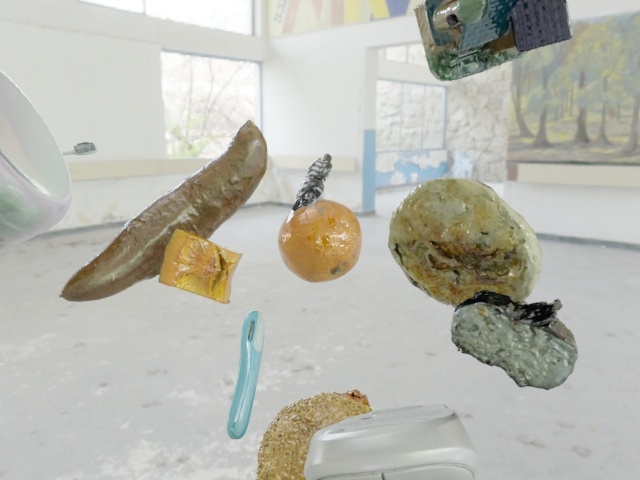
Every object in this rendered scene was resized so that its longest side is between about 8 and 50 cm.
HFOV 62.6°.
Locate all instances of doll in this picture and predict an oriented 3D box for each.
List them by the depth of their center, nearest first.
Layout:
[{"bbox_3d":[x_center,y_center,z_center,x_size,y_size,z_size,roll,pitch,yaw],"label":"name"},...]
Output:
[{"bbox_3d":[-0.017,-0.157,1.446,0.091,0.067,0.219,-24,31,41],"label":"doll"}]

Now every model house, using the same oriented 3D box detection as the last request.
[{"bbox_3d":[0.420,-0.525,1.221,0.312,0.245,0.280,-20,17,-13],"label":"model house"}]

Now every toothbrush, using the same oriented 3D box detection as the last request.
[{"bbox_3d":[-0.539,-0.150,0.947,0.257,0.018,0.024,-11,-21,-16],"label":"toothbrush"}]

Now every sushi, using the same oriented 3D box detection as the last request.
[{"bbox_3d":[0.341,0.155,0.918,0.213,0.147,0.115,22,27,26],"label":"sushi"}]

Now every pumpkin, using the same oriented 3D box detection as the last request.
[{"bbox_3d":[-0.138,0.036,0.629,0.101,0.073,0.035,20,9,-31],"label":"pumpkin"}]

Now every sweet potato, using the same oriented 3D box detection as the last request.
[{"bbox_3d":[-0.202,-0.026,0.736,0.341,0.092,0.114,-41,-18,-7],"label":"sweet potato"}]

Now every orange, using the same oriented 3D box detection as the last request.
[{"bbox_3d":[0.000,0.000,1.865,0.312,0.312,0.312,-1,11,0],"label":"orange"}]

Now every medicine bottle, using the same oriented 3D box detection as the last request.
[{"bbox_3d":[-0.499,-0.067,0.636,0.302,0.241,0.241,-26,13,-1],"label":"medicine bottle"}]

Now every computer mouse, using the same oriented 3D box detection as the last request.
[{"bbox_3d":[0.087,0.262,0.613,0.184,0.121,0.297,-8,-13,7],"label":"computer mouse"}]

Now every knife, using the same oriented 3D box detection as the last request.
[{"bbox_3d":[-0.129,0.226,0.904,0.031,0.221,0.064,-7,-33,24],"label":"knife"}]

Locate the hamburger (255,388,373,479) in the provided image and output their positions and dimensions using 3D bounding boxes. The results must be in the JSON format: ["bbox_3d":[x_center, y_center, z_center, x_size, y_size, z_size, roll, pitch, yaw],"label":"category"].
[{"bbox_3d":[0.006,0.451,1.082,0.276,0.179,0.294,-11,41,5],"label":"hamburger"}]

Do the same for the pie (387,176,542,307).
[{"bbox_3d":[0.283,0.024,1.069,0.339,0.339,0.077,8,38,38],"label":"pie"}]
